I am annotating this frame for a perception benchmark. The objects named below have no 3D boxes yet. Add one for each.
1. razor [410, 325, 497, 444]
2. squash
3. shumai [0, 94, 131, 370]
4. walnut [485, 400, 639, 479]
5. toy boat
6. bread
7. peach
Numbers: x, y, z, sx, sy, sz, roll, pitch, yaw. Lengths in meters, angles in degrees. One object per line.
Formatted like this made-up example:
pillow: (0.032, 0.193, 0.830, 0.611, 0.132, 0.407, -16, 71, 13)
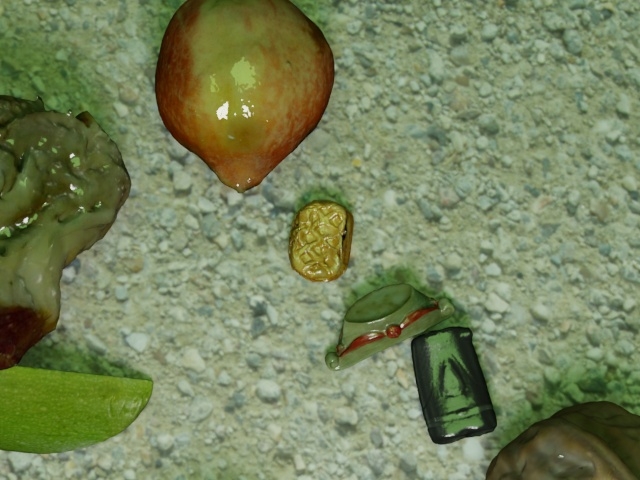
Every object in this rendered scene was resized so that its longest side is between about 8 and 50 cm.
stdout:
razor: (0.168, 0.185, 1.943, 0.090, 0.054, 0.148, -13, 80, -5)
squash: (-0.390, 0.214, 1.922, 0.289, 0.203, 0.111, 11, 78, -38)
shumai: (-0.391, -0.015, 1.812, 0.346, 0.217, 0.283, 7, 41, -21)
walnut: (0.332, 0.330, 1.826, 0.273, 0.273, 0.227, 19, 114, 1)
toy boat: (0.085, 0.105, 1.948, 0.185, 0.071, 0.089, -25, 40, -7)
bread: (0.000, 0.000, 1.976, 0.083, 0.044, 0.110, 9, 82, 0)
peach: (-0.098, -0.187, 1.921, 0.232, 0.232, 0.256, -4, 89, -3)
